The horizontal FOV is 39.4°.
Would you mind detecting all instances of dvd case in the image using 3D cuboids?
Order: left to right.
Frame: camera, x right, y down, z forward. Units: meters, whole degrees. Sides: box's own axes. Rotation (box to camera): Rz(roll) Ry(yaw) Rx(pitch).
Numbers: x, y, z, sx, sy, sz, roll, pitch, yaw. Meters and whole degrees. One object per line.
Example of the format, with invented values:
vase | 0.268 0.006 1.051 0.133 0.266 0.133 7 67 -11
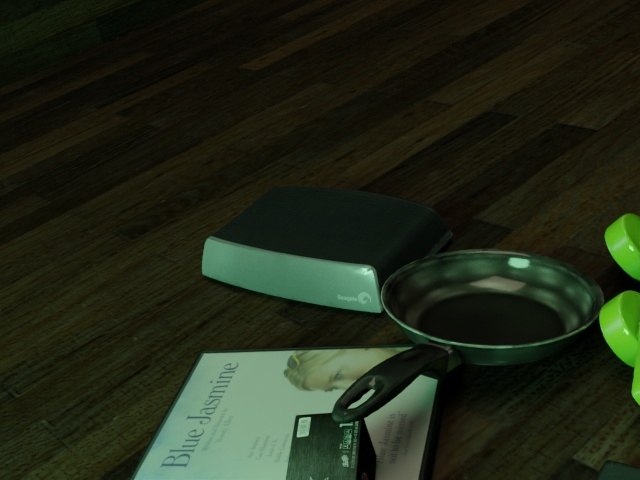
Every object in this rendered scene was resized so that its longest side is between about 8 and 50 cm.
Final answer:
dvd case | -0.020 0.153 0.778 0.253 0.022 0.180 -5 30 18

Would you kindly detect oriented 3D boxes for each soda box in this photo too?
soda box | 0.004 0.202 0.617 0.053 0.060 0.169 -6 38 14

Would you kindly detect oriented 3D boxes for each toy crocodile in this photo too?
toy crocodile | 0.320 0.030 0.766 0.115 0.105 0.340 -47 8 37

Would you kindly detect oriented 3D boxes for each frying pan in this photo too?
frying pan | 0.139 0.083 0.755 0.197 0.053 0.326 2 24 14

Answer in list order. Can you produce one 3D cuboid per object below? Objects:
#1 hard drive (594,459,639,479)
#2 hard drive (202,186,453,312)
hard drive | 0.236 0.196 0.581 0.135 0.022 0.094 9 36 36
hard drive | 0.000 0.000 1.008 0.254 0.054 0.172 10 37 37
